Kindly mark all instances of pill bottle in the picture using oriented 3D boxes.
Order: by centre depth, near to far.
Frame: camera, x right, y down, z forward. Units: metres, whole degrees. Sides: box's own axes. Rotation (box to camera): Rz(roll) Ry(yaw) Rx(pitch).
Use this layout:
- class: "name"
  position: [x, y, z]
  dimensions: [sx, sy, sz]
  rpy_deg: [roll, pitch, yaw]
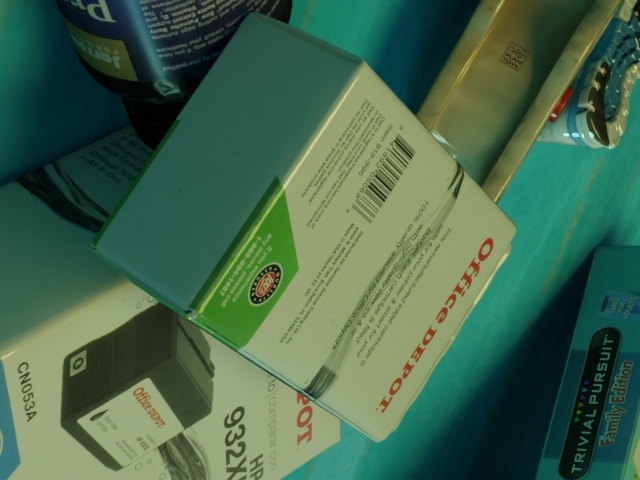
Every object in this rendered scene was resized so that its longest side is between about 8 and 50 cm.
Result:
- class: "pill bottle"
  position: [-0.083, -0.150, 0.867]
  dimensions: [0.123, 0.123, 0.219]
  rpy_deg: [-41, 141, -22]

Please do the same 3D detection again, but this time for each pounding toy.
- class: "pounding toy"
  position: [0.112, -0.149, 1.151]
  dimensions: [0.269, 0.155, 0.154]
  rpy_deg: [-60, 174, 20]

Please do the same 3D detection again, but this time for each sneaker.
- class: "sneaker"
  position: [0.202, -0.136, 1.277]
  dimensions: [0.190, 0.083, 0.071]
  rpy_deg: [-54, 128, -45]

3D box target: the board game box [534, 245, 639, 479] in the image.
- class: "board game box"
  position: [0.276, 0.212, 1.467]
  dimensions: [0.254, 0.079, 0.336]
  rpy_deg: [58, 43, -43]

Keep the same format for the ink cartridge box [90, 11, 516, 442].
- class: "ink cartridge box"
  position: [0.000, 0.000, 0.891]
  dimensions: [0.153, 0.087, 0.208]
  rpy_deg: [-56, 143, -6]

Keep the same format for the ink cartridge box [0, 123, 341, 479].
- class: "ink cartridge box"
  position: [-0.137, 0.081, 0.969]
  dimensions: [0.307, 0.129, 0.223]
  rpy_deg: [-30, 135, -33]
